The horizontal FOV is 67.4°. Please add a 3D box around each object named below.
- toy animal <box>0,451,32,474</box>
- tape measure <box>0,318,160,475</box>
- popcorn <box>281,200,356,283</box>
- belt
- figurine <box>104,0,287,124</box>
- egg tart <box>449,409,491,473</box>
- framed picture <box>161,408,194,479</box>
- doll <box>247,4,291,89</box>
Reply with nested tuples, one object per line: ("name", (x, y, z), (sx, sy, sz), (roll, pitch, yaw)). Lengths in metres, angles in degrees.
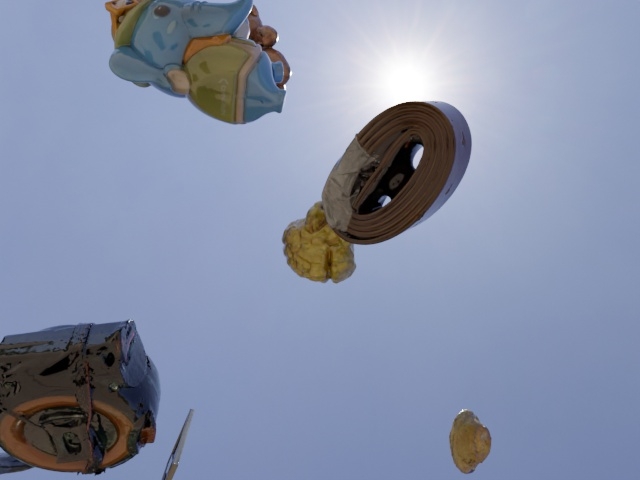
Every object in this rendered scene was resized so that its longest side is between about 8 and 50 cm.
("toy animal", (-0.525, 0.312, 0.596), (0.081, 0.367, 0.205), (28, -107, 34))
("tape measure", (-0.320, 0.212, 0.638), (0.202, 0.135, 0.222), (-8, -59, -4))
("popcorn", (0.000, 0.000, 1.244), (0.201, 0.226, 0.203), (2, -64, -6))
("belt", (0.148, -0.132, 0.980), (0.217, 0.122, 0.338), (49, -56, 13))
("figurine", (-0.164, -0.265, 0.676), (0.262, 0.154, 0.179), (15, -101, -2))
("egg tart", (0.316, 0.420, 0.997), (0.049, 0.129, 0.128), (-9, -91, 46))
("framed picture", (-0.442, 0.666, 1.427), (0.016, 0.289, 0.213), (23, -84, -9))
("doll", (-0.188, -0.481, 1.260), (0.303, 0.156, 0.201), (57, -45, 36))
